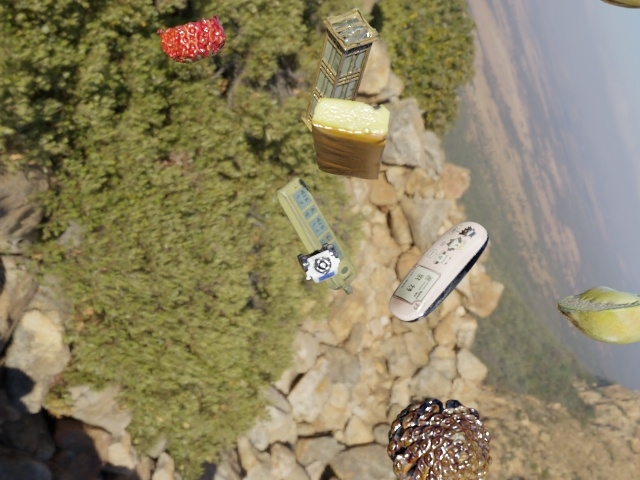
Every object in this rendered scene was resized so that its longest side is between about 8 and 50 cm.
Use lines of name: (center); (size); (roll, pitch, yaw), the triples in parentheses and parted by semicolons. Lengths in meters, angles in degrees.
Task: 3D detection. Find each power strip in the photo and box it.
power strip: (0.000, 0.000, 2.065); (0.092, 0.066, 0.387); (-43, 112, -36)

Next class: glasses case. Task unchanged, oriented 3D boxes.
glasses case: (0.290, 0.075, 1.749); (0.314, 0.122, 0.075); (-47, 119, -12)

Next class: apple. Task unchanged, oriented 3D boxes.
apple: (0.639, 0.173, 1.612); (0.265, 0.193, 0.120); (-163, -113, -84)

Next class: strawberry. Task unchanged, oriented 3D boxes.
strawberry: (-0.270, -0.425, 1.519); (0.145, 0.145, 0.086); (-59, 136, -58)

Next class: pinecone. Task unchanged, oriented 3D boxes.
pinecone: (0.271, 0.494, 1.699); (0.292, 0.246, 0.246); (153, -76, -78)

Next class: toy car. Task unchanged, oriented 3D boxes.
toy car: (-0.001, 0.052, 1.579); (0.170, 0.080, 0.070); (-163, -130, -84)

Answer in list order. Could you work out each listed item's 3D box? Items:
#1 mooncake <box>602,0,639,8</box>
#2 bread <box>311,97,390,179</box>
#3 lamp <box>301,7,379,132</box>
mooncake: (0.717, -0.663, 1.555); (0.467, 0.467, 0.262); (-62, 166, -57)
bread: (0.060, -0.194, 1.415); (0.361, 0.138, 0.077); (75, 27, -83)
lamp: (0.037, -0.353, 1.575); (0.090, 0.089, 0.325); (57, -24, 21)
